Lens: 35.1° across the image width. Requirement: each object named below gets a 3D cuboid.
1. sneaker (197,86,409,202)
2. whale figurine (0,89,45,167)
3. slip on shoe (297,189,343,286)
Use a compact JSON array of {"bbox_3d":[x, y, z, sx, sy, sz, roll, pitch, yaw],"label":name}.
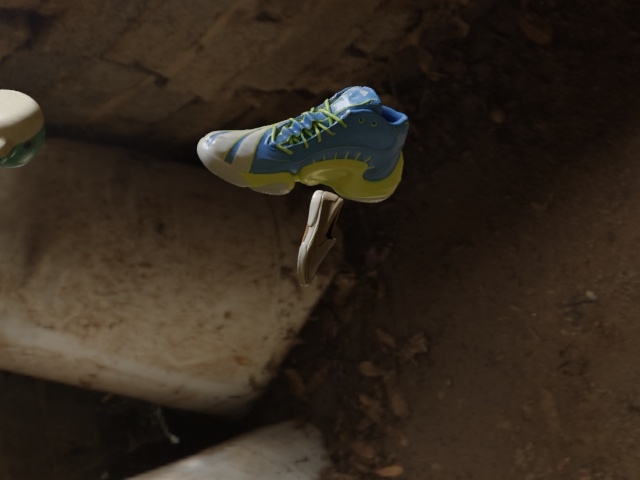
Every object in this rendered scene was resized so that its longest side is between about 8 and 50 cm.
[{"bbox_3d":[-0.009,-0.115,1.065,0.091,0.240,0.126,52,128,45],"label":"sneaker"},{"bbox_3d":[-0.688,-0.194,2.047,0.216,0.272,0.141,34,144,36],"label":"whale figurine"},{"bbox_3d":[0.000,0.000,1.395,0.041,0.051,0.135,13,94,12],"label":"slip on shoe"}]
